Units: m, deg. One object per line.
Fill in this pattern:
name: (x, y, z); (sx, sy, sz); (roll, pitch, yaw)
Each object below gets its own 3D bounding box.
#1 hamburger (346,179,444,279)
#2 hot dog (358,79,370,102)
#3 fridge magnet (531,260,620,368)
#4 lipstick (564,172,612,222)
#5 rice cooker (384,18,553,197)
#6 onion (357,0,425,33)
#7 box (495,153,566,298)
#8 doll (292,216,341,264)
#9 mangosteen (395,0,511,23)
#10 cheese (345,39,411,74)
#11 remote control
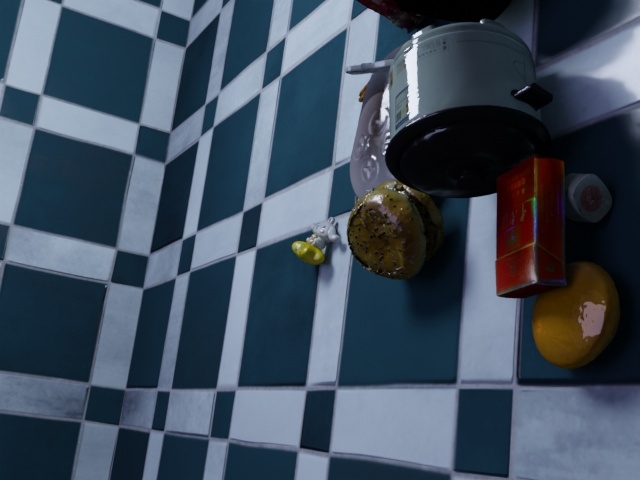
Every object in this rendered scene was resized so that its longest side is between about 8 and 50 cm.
hamburger: (0.119, -0.018, 1.371); (0.185, 0.113, 0.177); (39, 143, 21)
hot dog: (0.109, -0.331, 1.698); (0.083, 0.021, 0.037); (-42, 32, 49)
fridge magnet: (0.332, 0.097, 1.018); (0.143, 0.063, 0.143); (-40, 42, 48)
lipstick: (0.327, -0.065, 1.117); (0.057, 0.063, 0.186); (-45, 18, -11)
rice cooker: (0.217, -0.181, 1.178); (0.280, 0.241, 0.227); (-26, 53, 42)
onion: (0.121, -0.515, 1.549); (0.140, 0.218, 0.195); (-57, 33, 30)
box: (0.281, -0.016, 1.059); (0.112, 0.048, 0.175); (139, 136, -69)
doll: (0.003, 0.002, 1.704); (0.135, 0.071, 0.113); (-12, 48, 54)
mangosteen: (0.243, -0.474, 1.289); (0.287, 0.287, 0.233); (-145, 62, -61)
cheese: (0.179, -0.305, 1.345); (0.249, 0.163, 0.070); (-2, 95, 40)
remote control: (0.147, -0.216, 1.478); (0.221, 0.103, 0.332); (5, 81, 53)
